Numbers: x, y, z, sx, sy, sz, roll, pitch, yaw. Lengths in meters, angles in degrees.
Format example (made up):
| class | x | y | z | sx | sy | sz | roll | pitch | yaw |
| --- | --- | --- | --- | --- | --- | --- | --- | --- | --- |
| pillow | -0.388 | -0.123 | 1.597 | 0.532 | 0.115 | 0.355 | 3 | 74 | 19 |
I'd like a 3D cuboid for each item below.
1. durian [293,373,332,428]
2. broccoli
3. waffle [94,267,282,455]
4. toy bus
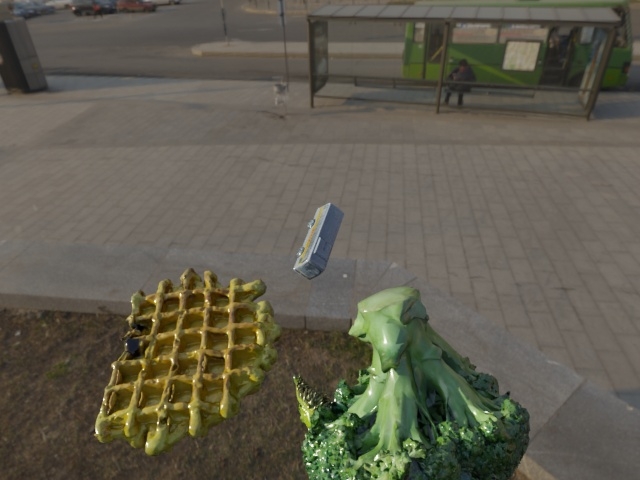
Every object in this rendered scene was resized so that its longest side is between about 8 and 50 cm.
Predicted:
| class | x | y | z | sx | sy | sz | roll | pitch | yaw |
| --- | --- | --- | --- | --- | --- | --- | --- | --- | --- |
| durian | -0.003 | 0.538 | 1.376 | 0.106 | 0.132 | 0.375 | -9 | 23 | -31 |
| broccoli | 0.105 | 0.193 | 0.515 | 0.269 | 0.270 | 0.270 | -11 | 5 | 1 |
| waffle | -0.198 | 0.157 | 0.646 | 0.283 | 0.065 | 0.309 | 26 | 46 | 29 |
| toy bus | 0.000 | 0.000 | 1.069 | 0.075 | 0.064 | 0.191 | -26 | 36 | 48 |
